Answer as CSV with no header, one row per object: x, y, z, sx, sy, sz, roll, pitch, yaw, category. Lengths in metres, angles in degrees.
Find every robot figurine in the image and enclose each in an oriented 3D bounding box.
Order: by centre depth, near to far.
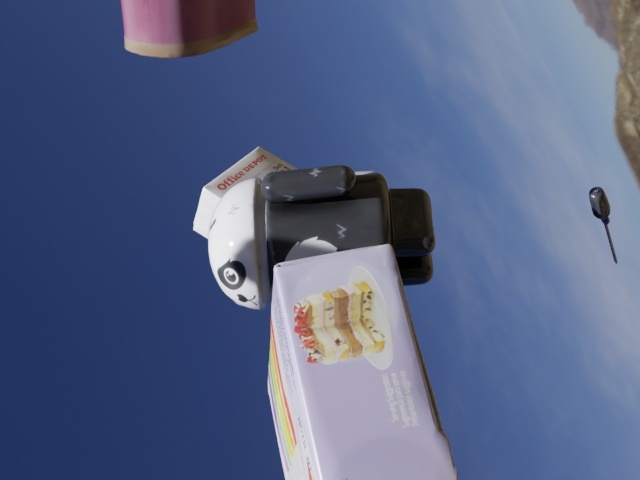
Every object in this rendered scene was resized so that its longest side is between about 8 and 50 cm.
0.000,0.003,1.038,0.173,0.278,0.209,-84,-9,-78,robot figurine

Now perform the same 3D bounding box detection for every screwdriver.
0.392,-0.018,1.136,0.024,0.025,0.170,30,168,42,screwdriver

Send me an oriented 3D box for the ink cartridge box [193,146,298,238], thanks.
-0.059,-0.031,1.274,0.219,0.093,0.160,31,-138,13,ink cartridge box

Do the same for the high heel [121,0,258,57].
-0.025,-0.257,0.542,0.377,0.127,0.181,-61,-25,-56,high heel

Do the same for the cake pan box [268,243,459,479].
0.026,0.170,0.462,0.246,0.070,0.267,96,162,-68,cake pan box
